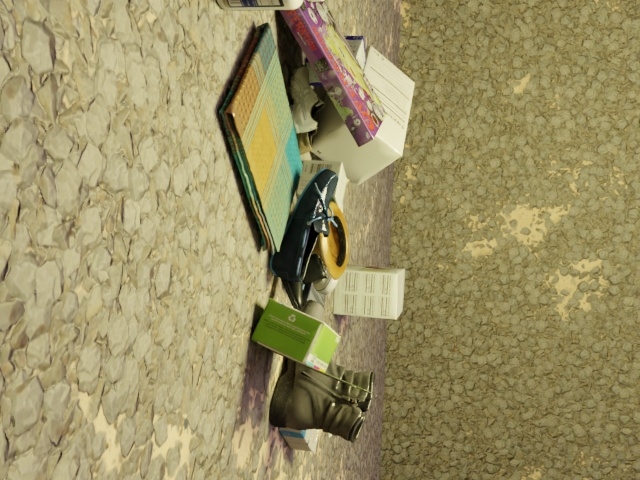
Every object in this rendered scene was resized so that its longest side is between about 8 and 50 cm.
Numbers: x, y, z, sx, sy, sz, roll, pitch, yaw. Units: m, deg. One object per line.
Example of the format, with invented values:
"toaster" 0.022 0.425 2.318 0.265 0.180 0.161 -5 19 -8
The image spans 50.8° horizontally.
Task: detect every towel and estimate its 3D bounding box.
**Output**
"towel" -0.106 -0.191 1.317 0.370 0.040 0.271 77 21 -49

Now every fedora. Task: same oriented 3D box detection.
"fedora" 0.008 0.003 1.599 0.194 0.079 0.194 -2 90 -70

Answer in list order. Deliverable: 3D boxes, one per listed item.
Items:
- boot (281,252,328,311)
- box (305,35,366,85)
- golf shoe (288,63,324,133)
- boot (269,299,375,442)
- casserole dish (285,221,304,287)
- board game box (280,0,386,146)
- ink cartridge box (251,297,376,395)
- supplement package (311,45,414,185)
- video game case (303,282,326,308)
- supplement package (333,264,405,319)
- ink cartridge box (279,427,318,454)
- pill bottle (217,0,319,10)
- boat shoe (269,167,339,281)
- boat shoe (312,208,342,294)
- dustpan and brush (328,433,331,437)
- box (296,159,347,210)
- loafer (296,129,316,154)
"boot" -0.032 0.090 1.484 0.045 0.099 0.121 81 -13 -59
"box" 0.040 -0.446 1.670 0.137 0.126 0.072 -74 163 -44
"golf shoe" -0.029 -0.314 1.505 0.069 0.086 0.176 59 35 -65
"boot" 0.028 0.306 1.596 0.118 0.222 0.338 73 26 -55
"casserole dish" -0.057 0.027 1.581 0.114 0.037 0.188 -34 126 -73
"board game box" 0.034 -0.393 1.491 0.347 0.056 0.208 58 29 -16
"ink cartridge box" 0.008 0.228 1.403 0.097 0.255 0.189 -66 162 -11
"supplement package" 0.114 -0.329 1.777 0.175 0.177 0.293 34 49 -24
"video game case" -0.008 0.097 1.840 0.196 0.026 0.274 69 27 -61
"supplement package" 0.162 0.163 2.196 0.194 0.203 0.149 -12 105 -77
"ink cartridge box" -0.048 0.458 1.681 0.180 0.060 0.104 75 22 -54
"pill bottle" -0.078 -0.417 1.075 0.094 0.169 0.094 4 90 -77
"boat shoe" -0.014 -0.027 1.462 0.258 0.089 0.109 -66 155 2
"boat shoe" 0.000 0.000 1.708 0.088 0.096 0.268 20 70 -39
"dustpan and brush" 0.024 0.499 2.003 0.211 0.060 0.147 -69 158 -53
"box" 0.004 -0.133 1.659 0.087 0.101 0.102 67 31 -63
"loafer" -0.034 -0.267 1.570 0.056 0.050 0.148 38 57 -74
